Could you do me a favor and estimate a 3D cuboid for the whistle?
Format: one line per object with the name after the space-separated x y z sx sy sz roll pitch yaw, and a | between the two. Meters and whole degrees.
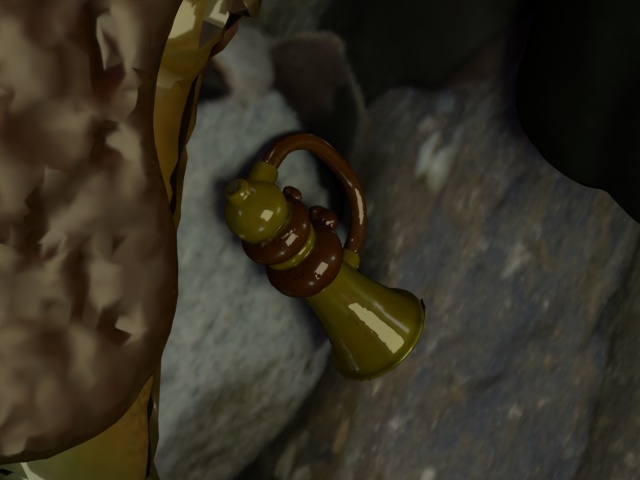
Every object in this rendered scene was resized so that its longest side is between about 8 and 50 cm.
0.004 0.003 0.782 0.057 0.046 0.109 -40 127 -4 | whistle

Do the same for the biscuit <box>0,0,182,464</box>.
-0.061 -0.174 0.379 0.283 0.064 0.432 29 78 -37 | biscuit

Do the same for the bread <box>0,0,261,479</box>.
-0.094 -0.118 0.465 0.248 0.279 0.315 16 117 -40 | bread

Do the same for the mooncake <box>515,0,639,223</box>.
0.172 -0.065 0.859 0.175 0.168 0.104 12 119 -16 | mooncake
